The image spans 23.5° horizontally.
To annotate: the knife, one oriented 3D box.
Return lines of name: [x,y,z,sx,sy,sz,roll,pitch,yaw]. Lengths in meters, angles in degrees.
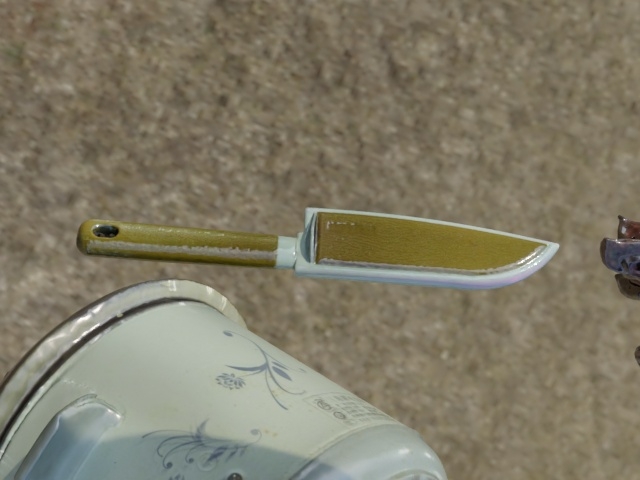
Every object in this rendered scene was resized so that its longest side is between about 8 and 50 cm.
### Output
knife: [0.000,-0.001,1.093,0.027,0.343,0.061,96,-1,-50]

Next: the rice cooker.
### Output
rice cooker: [-0.083,0.176,0.967,0.316,0.316,0.264,31,89,-53]

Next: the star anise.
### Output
star anise: [0.414,0.078,1.680,0.282,0.212,0.129,21,108,-13]
